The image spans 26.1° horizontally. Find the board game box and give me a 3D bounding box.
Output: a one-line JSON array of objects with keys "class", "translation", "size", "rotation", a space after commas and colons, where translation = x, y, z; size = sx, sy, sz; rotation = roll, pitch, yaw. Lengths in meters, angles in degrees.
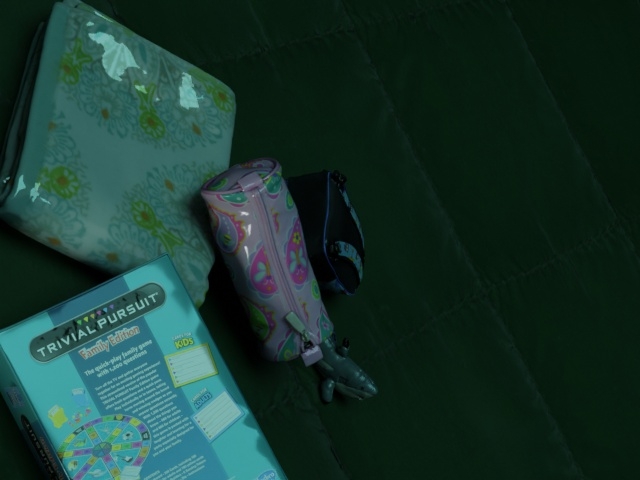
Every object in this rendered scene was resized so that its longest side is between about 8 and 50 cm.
[{"class": "board game box", "translation": [-0.225, 0.218, 1.692], "size": [0.254, 0.079, 0.336], "rotation": [-26, 87, -32]}]

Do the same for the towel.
[{"class": "towel", "translation": [-0.267, -0.122, 1.877], "size": [0.321, 0.090, 0.374], "rotation": [28, 51, -29]}]

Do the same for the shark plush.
[{"class": "shark plush", "translation": [0.026, 0.161, 2.014], "size": [0.073, 0.067, 0.161], "rotation": [-10, 76, -46]}]

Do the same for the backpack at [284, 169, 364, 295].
[{"class": "backpack", "translation": [0.000, 0.000, 2.043], "size": [0.173, 0.117, 0.158], "rotation": [58, 31, -55]}]

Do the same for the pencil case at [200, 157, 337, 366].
[{"class": "pencil case", "translation": [-0.068, 0.032, 1.888], "size": [0.124, 0.124, 0.284], "rotation": [-40, 119, -47]}]
